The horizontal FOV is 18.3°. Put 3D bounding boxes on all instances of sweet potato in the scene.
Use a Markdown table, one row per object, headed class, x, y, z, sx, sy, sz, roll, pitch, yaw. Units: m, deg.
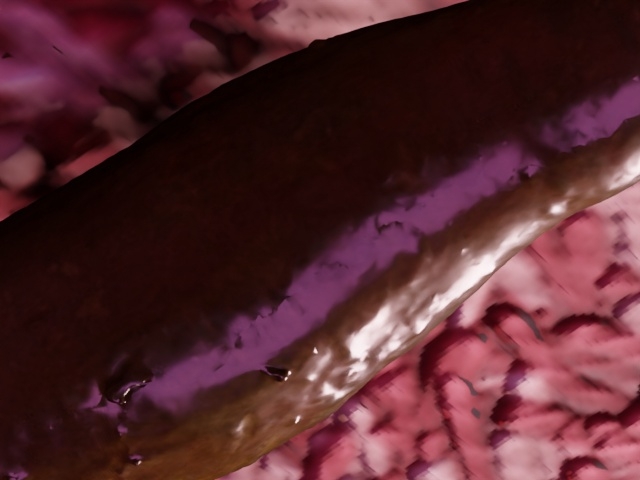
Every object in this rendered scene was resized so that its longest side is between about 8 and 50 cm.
| class | x | y | z | sx | sy | sz | roll | pitch | yaw |
| --- | --- | --- | --- | --- | --- | --- | --- | --- | --- |
| sweet potato | 0.000 | 0.000 | 0.421 | 0.243 | 0.077 | 0.077 | -25 | 136 | 4 |
